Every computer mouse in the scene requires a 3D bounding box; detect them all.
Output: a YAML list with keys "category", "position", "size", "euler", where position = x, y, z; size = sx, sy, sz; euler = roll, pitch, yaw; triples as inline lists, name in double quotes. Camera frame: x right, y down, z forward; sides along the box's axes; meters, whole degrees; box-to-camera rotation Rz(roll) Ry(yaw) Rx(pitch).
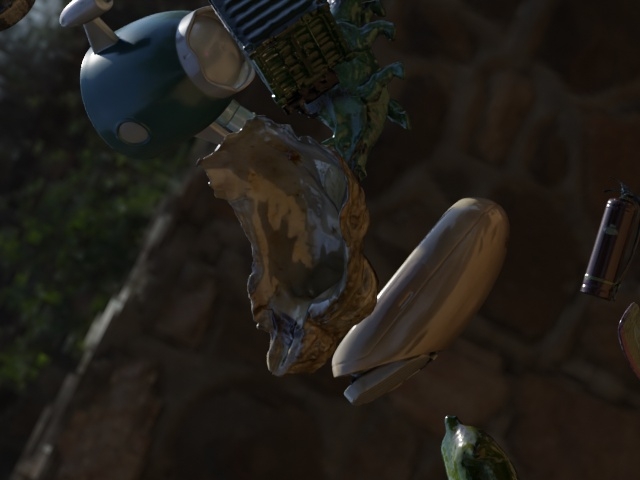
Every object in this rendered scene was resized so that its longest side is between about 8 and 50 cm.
- category: "computer mouse"
  position: [0.104, 0.062, 1.762]
  size: [0.236, 0.082, 0.145]
  euler: [-52, -9, 2]

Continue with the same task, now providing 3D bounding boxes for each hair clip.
- category: "hair clip"
  position: [0.390, 0.136, 2.169]
  size: [0.022, 0.137, 0.054]
  euler: [-11, 32, 45]

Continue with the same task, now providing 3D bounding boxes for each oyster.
- category: "oyster"
  position: [-0.008, 0.002, 1.503]
  size: [0.107, 0.161, 0.233]
  euler: [-26, -50, -31]

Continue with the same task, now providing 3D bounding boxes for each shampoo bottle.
- category: "shampoo bottle"
  position: [-0.170, -0.199, 2.399]
  size: [0.069, 0.190, 0.041]
  euler: [-57, 4, -1]

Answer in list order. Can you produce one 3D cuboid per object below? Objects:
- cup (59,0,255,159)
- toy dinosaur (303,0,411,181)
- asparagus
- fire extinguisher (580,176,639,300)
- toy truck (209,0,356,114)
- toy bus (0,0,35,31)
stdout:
- category: "cup"
  position: [-0.174, -0.201, 2.186]
  size: [0.173, 0.299, 0.167]
  euler: [-24, 38, 39]
- category: "toy dinosaur"
  position: [0.048, -0.205, 1.928]
  size: [0.079, 0.120, 0.292]
  euler: [49, -129, -72]
- category: "asparagus"
  position: [0.156, 0.280, 1.444]
  size: [0.082, 0.085, 0.343]
  euler: [-52, 33, 30]
- category: "fire extinguisher"
  position: [0.385, -0.001, 2.394]
  size: [0.043, 0.064, 0.158]
  euler: [12, -85, -62]
- category: "toy truck"
  position: [-0.064, -0.226, 1.572]
  size: [0.088, 0.259, 0.121]
  euler: [-33, -36, 0]
- category: "toy bus"
  position: [-0.365, -0.149, 1.385]
  size: [0.330, 0.152, 0.144]
  euler: [-58, -42, -24]
